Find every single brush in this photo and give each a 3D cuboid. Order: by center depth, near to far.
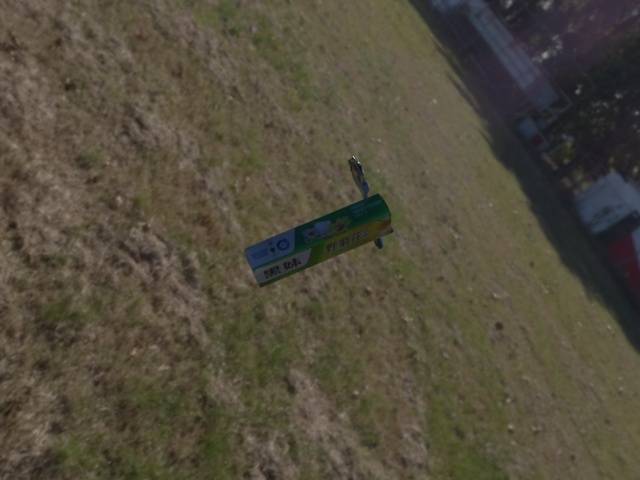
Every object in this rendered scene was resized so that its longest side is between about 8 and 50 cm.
[{"bbox_3d":[0.074,-0.054,1.002,0.051,0.014,0.164,-121,-170,-61],"label":"brush"}]

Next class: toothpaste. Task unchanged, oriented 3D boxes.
[{"bbox_3d":[0.000,0.000,0.761,0.043,0.178,0.037,78,-12,-59],"label":"toothpaste"}]
